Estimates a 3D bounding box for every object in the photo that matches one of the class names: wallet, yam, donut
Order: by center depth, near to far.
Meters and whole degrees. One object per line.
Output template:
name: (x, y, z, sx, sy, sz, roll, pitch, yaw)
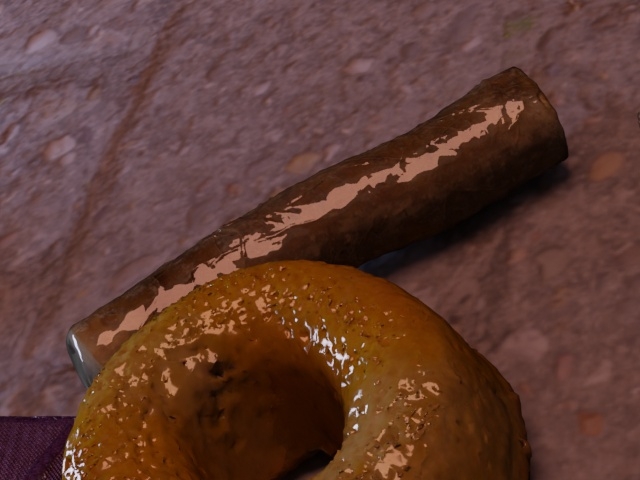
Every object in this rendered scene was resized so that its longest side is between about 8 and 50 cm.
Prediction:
donut: (-0.022, 0.119, 0.904, 0.277, 0.108, 0.277, -16, 38, 12)
wallet: (-0.206, 0.152, 1.035, 0.166, 0.030, 0.111, -1, 43, 29)
yam: (0.000, 0.000, 1.070, 0.356, 0.081, 0.081, -31, 37, -6)

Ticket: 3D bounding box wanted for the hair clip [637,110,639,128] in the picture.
hair clip: (0.233, -0.026, 0.998, 0.060, 0.033, 0.188, -13, 35, 12)
